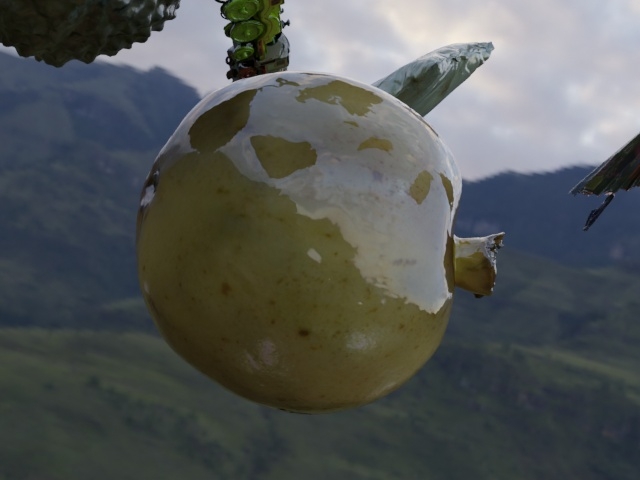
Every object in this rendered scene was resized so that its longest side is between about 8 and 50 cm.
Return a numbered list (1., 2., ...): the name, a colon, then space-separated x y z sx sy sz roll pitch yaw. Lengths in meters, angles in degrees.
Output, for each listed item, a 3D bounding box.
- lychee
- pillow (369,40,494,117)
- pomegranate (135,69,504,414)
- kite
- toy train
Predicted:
1. lychee: -0.205 -0.278 1.121 0.255 0.255 0.274 24 27 -37
2. pillow: 0.082 -0.174 1.775 0.076 0.274 0.281 55 25 2
3. pomegranate: 0.000 0.000 1.174 0.319 0.319 0.319 16 -9 3
4. kite: 0.340 -0.101 1.370 0.016 0.234 0.321 42 21 17
5. toy train: -0.075 -0.233 1.576 0.085 0.053 0.250 -17 -22 -7
